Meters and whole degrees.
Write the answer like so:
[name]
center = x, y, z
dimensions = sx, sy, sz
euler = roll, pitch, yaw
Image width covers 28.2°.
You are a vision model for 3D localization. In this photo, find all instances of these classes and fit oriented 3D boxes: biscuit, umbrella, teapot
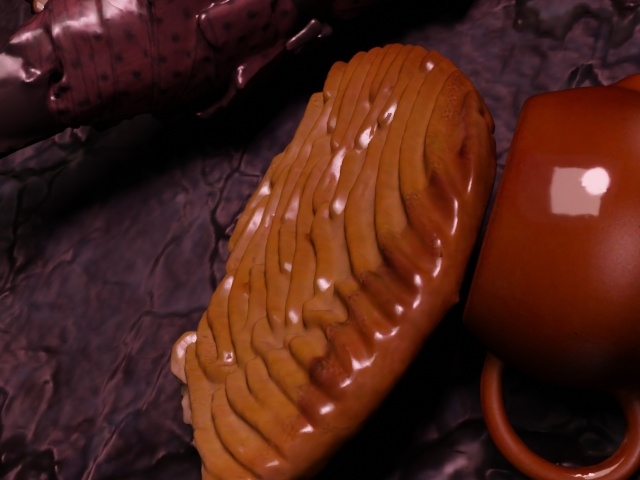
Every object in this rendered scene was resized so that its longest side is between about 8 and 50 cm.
[biscuit]
center = -0.001, -0.001, 0.530
dimensions = 0.176, 0.031, 0.229
euler = -37, 31, 21
[umbrella]
center = -0.035, -0.116, 0.599
dimensions = 0.326, 0.090, 0.094
euler = -28, 89, -5
[teapot]
center = 0.112, 0.009, 0.459
dimensions = 0.116, 0.116, 0.173
euler = 18, 92, 33

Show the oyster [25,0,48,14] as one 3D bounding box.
[oyster]
center = -0.111, -0.226, 0.741
dimensions = 0.128, 0.078, 0.345
euler = -20, 58, 10
